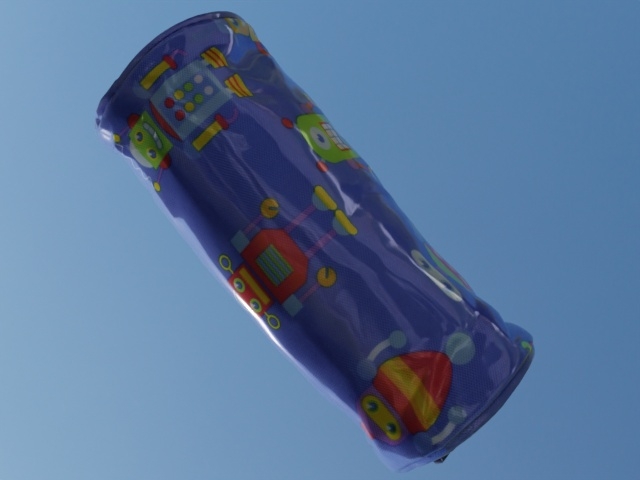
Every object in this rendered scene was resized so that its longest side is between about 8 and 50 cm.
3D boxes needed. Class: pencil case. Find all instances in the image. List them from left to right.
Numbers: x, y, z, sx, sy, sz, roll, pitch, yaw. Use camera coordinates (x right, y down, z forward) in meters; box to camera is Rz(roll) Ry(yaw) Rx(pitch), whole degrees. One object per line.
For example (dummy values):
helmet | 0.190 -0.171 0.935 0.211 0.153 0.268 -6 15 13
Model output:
pencil case | 0.000 0.000 0.562 0.306 0.133 0.119 48 -57 8
